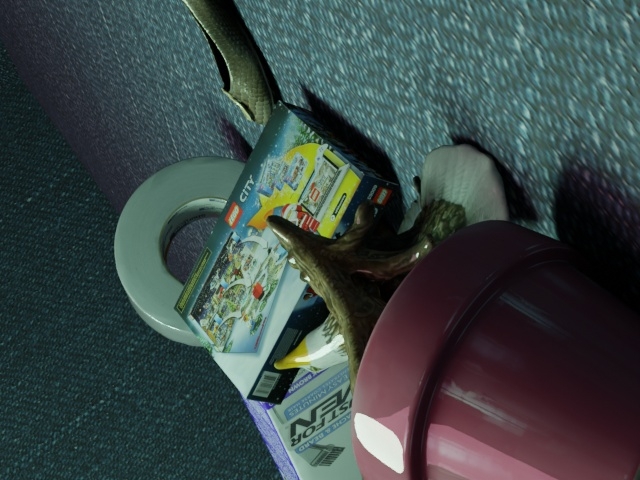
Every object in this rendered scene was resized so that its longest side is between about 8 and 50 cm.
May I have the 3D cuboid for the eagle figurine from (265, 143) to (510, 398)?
[{"bbox_3d":[0.071,0.060,1.080,0.225,0.226,0.298,6,168,31],"label":"eagle figurine"}]

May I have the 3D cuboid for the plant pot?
[{"bbox_3d":[0.148,0.110,0.861,0.180,0.201,0.201,26,151,39],"label":"plant pot"}]

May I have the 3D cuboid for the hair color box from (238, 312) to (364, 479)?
[{"bbox_3d":[0.020,0.168,1.531,0.110,0.185,0.339,47,166,35],"label":"hair color box"}]

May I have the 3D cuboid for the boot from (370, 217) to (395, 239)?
[{"bbox_3d":[0.000,0.000,1.321,0.106,0.114,0.037,49,170,38],"label":"boot"}]

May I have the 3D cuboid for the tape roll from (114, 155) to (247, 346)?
[{"bbox_3d":[-0.130,0.014,1.641,0.219,0.219,0.072,53,169,15],"label":"tape roll"}]

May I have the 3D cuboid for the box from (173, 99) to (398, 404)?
[{"bbox_3d":[-0.037,0.009,1.270,0.044,0.233,0.159,16,-161,-39],"label":"box"}]

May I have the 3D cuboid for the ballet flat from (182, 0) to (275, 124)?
[{"bbox_3d":[-0.112,-0.211,1.348,0.084,0.058,0.250,42,162,54],"label":"ballet flat"}]
